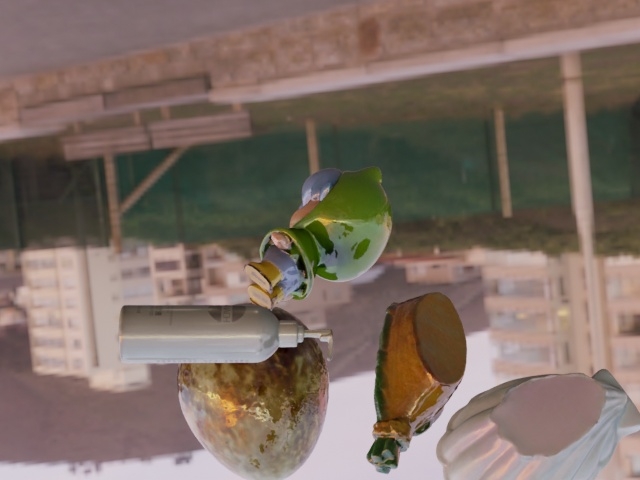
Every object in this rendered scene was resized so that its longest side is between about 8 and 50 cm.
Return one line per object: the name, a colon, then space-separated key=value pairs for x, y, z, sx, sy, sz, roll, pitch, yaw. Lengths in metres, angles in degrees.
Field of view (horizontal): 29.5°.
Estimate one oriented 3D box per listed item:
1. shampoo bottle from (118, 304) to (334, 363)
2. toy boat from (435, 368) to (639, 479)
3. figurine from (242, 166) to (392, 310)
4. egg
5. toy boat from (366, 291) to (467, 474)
shampoo bottle: x=-0.086 y=0.086 z=1.119 sx=0.195 sy=0.056 sz=0.056 roll=0 pitch=-177 yaw=-3
toy boat: x=0.303 y=0.261 z=1.674 sx=0.290 sy=0.199 sz=0.100 roll=-23 pitch=150 yaw=-15
figurine: x=0.000 y=0.000 z=1.708 sx=0.143 sy=0.162 sz=0.263 roll=24 pitch=-132 yaw=32
egg: x=-0.101 y=0.235 z=1.892 sx=0.238 sy=0.289 sz=0.238 roll=-13 pitch=146 yaw=-9
toy boat: x=0.084 y=0.120 z=1.146 sx=0.088 sy=0.089 sz=0.229 roll=-44 pitch=-164 yaw=28
